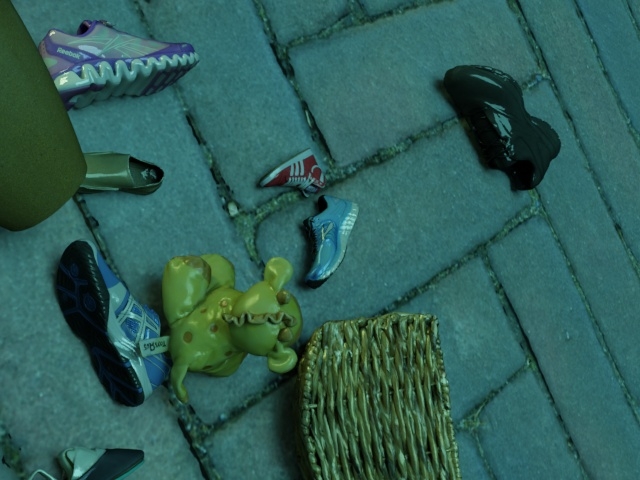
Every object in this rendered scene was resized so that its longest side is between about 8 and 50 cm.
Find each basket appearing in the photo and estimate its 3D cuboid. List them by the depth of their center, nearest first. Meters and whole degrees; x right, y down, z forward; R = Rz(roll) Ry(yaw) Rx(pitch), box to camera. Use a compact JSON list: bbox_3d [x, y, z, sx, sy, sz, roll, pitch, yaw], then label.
[{"bbox_3d":[0.065,0.267,1.356,0.213,0.223,0.299,-6,78,-8],"label":"basket"}]

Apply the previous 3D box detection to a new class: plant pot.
[{"bbox_3d":[-0.379,-0.137,1.042,0.254,0.237,0.237,54,48,-32],"label":"plant pot"}]

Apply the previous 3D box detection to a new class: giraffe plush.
[{"bbox_3d":[-0.097,0.095,1.179,0.210,0.170,0.181,-43,119,-64],"label":"giraffe plush"}]

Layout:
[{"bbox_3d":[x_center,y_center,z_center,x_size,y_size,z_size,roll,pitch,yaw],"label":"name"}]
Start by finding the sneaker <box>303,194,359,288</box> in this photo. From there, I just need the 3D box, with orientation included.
[{"bbox_3d":[0.000,0.000,1.425,0.073,0.063,0.162,27,54,-11],"label":"sneaker"}]

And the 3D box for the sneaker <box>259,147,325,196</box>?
[{"bbox_3d":[-0.037,-0.088,1.422,0.118,0.042,0.067,-36,96,-44],"label":"sneaker"}]

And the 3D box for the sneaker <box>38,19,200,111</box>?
[{"bbox_3d":[-0.265,-0.243,1.250,0.236,0.095,0.104,-19,81,-42],"label":"sneaker"}]

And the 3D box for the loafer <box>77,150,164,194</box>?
[{"bbox_3d":[-0.263,-0.089,1.222,0.148,0.050,0.056,-1,76,-41],"label":"loafer"}]

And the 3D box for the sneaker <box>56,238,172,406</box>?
[{"bbox_3d":[-0.249,0.093,1.163,0.081,0.080,0.211,-34,108,-48],"label":"sneaker"}]

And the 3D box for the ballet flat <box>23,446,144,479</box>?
[{"bbox_3d":[-0.285,0.275,1.070,0.203,0.074,0.074,-35,99,-40],"label":"ballet flat"}]

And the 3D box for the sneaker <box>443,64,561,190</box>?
[{"bbox_3d":[0.325,-0.203,1.733,0.286,0.109,0.130,38,60,-22],"label":"sneaker"}]
